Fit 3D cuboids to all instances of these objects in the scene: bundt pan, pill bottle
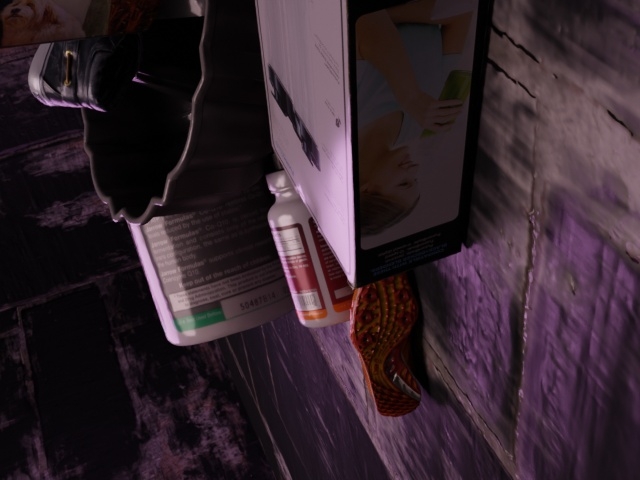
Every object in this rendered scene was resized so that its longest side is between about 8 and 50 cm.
[{"bbox_3d":[-0.127,-0.176,0.833,0.330,0.124,0.331,-4,85,57],"label":"bundt pan"},{"bbox_3d":[0.000,0.000,0.819,0.086,0.086,0.152,-167,60,-75],"label":"pill bottle"},{"bbox_3d":[-0.167,-0.055,1.171,0.204,0.204,0.361,-178,70,-76],"label":"pill bottle"}]

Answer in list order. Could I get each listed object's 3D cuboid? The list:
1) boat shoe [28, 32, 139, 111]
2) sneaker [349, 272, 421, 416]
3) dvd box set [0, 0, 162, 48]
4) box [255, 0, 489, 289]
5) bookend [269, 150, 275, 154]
[{"bbox_3d":[-0.198,-0.205,0.785,0.065,0.083,0.184,28,-103,-66],"label":"boat shoe"},{"bbox_3d":[0.054,0.084,0.772,0.067,0.064,0.175,-109,11,-53],"label":"sneaker"},{"bbox_3d":[-0.194,-0.253,0.517,0.420,0.307,0.062,-40,70,55],"label":"dvd box set"},{"bbox_3d":[0.023,-0.128,0.537,0.290,0.087,0.169,86,160,-47],"label":"box"},{"bbox_3d":[-0.102,-0.192,1.004,0.157,0.072,0.156,114,136,-71],"label":"bookend"}]
